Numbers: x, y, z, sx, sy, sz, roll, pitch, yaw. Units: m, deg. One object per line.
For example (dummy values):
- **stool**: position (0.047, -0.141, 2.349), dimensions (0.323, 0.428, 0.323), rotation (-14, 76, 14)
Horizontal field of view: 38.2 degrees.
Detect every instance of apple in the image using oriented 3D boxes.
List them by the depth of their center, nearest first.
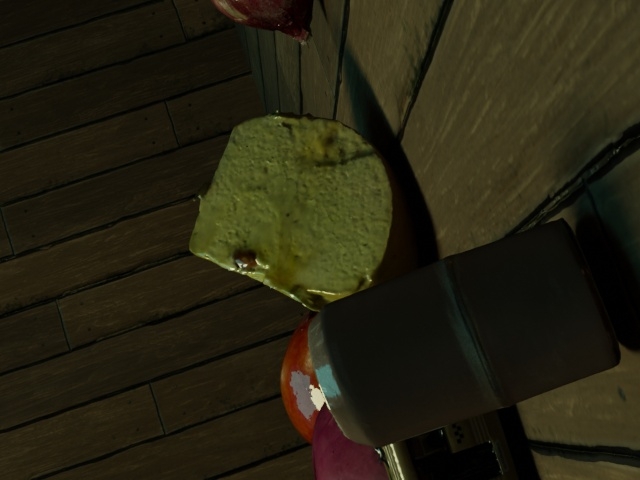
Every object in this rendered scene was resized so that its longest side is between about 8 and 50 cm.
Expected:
- **apple**: position (0.000, 0.000, 1.232), dimensions (0.309, 0.252, 0.314), rotation (16, 128, 30)

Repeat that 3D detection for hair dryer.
- **hair dryer**: position (0.121, 0.085, 0.732), dimensions (0.344, 0.189, 0.106), rotation (34, -144, -73)

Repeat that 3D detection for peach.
- **peach**: position (0.043, 0.241, 1.680), dimensions (0.281, 0.238, 0.281), rotation (36, 134, 49)

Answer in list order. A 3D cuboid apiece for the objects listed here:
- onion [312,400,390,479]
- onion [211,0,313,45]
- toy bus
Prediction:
- **onion**: position (0.087, 0.345, 1.284), dimensions (0.358, 0.345, 0.358), rotation (15, -90, -89)
- **onion**: position (-0.073, -0.362, 1.319), dimensions (0.195, 0.159, 0.159), rotation (50, -174, -27)
- **toy bus**: position (0.136, 0.222, 1.036), dimensions (0.139, 0.157, 0.289), rotation (-161, 53, -85)
